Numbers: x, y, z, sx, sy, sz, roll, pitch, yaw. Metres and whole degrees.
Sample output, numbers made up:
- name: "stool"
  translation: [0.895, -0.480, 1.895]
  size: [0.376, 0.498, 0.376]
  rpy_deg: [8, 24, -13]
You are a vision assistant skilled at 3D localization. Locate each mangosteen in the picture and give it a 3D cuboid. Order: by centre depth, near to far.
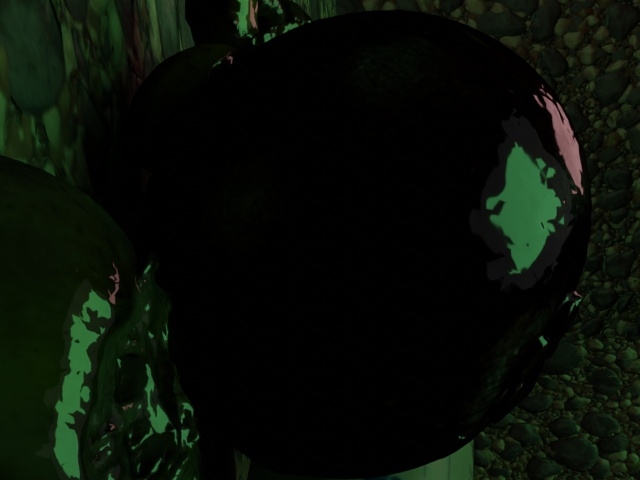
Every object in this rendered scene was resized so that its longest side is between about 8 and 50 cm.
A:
- name: "mangosteen"
  translation: [0.012, -0.002, 0.642]
  size: [0.297, 0.293, 0.297]
  rpy_deg: [21, 90, -88]

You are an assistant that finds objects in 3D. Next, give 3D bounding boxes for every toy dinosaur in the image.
- name: "toy dinosaur"
  translation: [-0.046, -0.265, 1.135]
  size: [0.187, 0.087, 0.179]
  rpy_deg: [67, 19, -76]

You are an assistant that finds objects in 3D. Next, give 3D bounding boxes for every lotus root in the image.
- name: "lotus root"
  translation: [-0.091, 0.062, 0.411]
  size: [0.183, 0.078, 0.204]
  rpy_deg: [74, 10, -65]

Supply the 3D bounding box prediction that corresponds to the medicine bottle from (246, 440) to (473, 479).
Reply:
- name: "medicine bottle"
  translation: [0.030, 0.172, 0.803]
  size: [0.293, 0.170, 0.170]
  rpy_deg: [-82, 167, -46]
